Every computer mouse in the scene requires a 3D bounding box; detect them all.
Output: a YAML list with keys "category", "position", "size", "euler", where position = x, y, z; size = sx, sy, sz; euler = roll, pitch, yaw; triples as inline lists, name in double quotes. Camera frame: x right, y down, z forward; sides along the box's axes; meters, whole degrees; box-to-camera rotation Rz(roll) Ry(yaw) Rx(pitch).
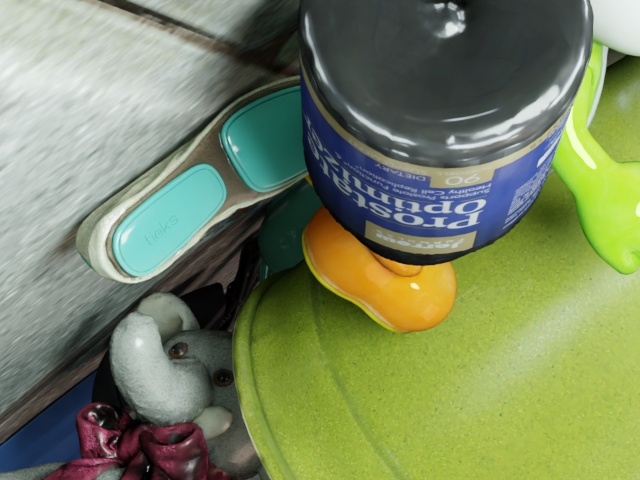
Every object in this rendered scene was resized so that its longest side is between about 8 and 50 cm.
- category: "computer mouse"
  position: [-0.140, 0.102, 1.526]
  size: [0.262, 0.060, 0.184]
  euler: [-49, 171, -41]

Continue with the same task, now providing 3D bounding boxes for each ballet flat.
- category: "ballet flat"
  position: [-0.058, -0.038, 0.904]
  size: [0.168, 0.057, 0.052]
  euler: [-34, -156, -24]

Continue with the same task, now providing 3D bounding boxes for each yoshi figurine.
- category: "yoshi figurine"
  position: [0.157, -0.099, 0.982]
  size: [0.362, 0.203, 0.203]
  euler: [-42, 176, 33]

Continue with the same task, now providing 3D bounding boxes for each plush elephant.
- category: "plush elephant"
  position: [-0.114, 0.164, 1.250]
  size: [0.330, 0.272, 0.255]
  euler: [30, 76, -58]

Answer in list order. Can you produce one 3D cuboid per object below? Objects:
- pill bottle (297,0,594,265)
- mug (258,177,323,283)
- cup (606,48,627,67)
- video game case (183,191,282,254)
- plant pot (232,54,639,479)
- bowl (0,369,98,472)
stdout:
- category: "pill bottle"
  position: [0.052, -0.061, 0.805]
  size: [0.123, 0.123, 0.219]
  euler: [-39, 167, -10]
- category: "mug"
  position: [0.002, -0.003, 1.429]
  size: [0.158, 0.097, 0.129]
  euler: [-39, 177, 4]
- category: "cup"
  position: [0.337, -0.058, 1.442]
  size: [0.331, 0.237, 0.331]
  euler: [-51, 152, -41]
- category: "video game case"
  position: [-0.043, -0.040, 1.182]
  size: [0.119, 0.015, 0.166]
  euler: [-42, 175, 37]
- category: "plant pot"
  position: [0.194, 0.055, 1.161]
  size: [0.353, 0.366, 0.366]
  euler: [-44, 174, 26]
- category: "bowl"
  position: [-0.249, 0.217, 1.751]
  size: [0.391, 0.077, 0.391]
  euler: [-39, 176, -3]
